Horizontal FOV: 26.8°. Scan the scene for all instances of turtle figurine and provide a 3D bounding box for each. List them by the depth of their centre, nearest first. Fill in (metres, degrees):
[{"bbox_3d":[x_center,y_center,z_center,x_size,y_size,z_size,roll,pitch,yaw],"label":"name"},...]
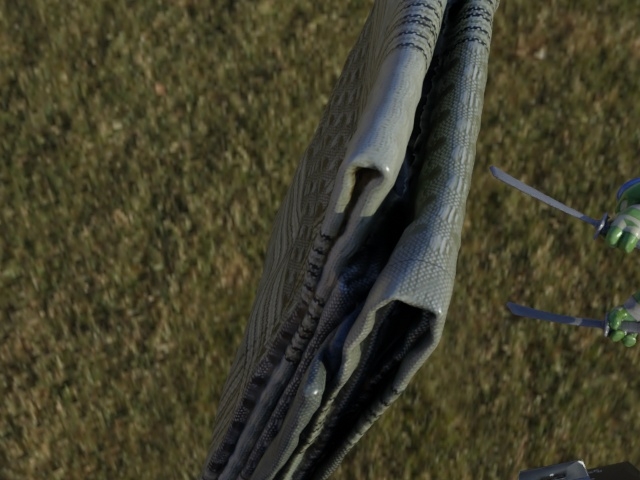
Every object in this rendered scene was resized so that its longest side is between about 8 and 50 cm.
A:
[{"bbox_3d":[0.321,0.059,1.339,0.275,0.198,0.266,-8,40,-26],"label":"turtle figurine"}]

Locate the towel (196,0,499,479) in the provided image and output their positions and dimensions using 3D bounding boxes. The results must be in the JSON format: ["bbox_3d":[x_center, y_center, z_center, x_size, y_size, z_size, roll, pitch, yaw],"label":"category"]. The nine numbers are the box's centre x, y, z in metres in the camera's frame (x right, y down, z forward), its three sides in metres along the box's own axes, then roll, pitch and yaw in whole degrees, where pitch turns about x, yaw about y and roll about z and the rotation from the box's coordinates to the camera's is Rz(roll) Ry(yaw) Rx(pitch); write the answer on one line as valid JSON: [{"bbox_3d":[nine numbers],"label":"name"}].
[{"bbox_3d":[0.000,0.000,0.651,0.056,0.312,0.324,22,45,-8],"label":"towel"}]

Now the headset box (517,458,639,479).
[{"bbox_3d":[0.268,0.384,1.475,0.218,0.293,0.110,-10,14,-9],"label":"headset box"}]
